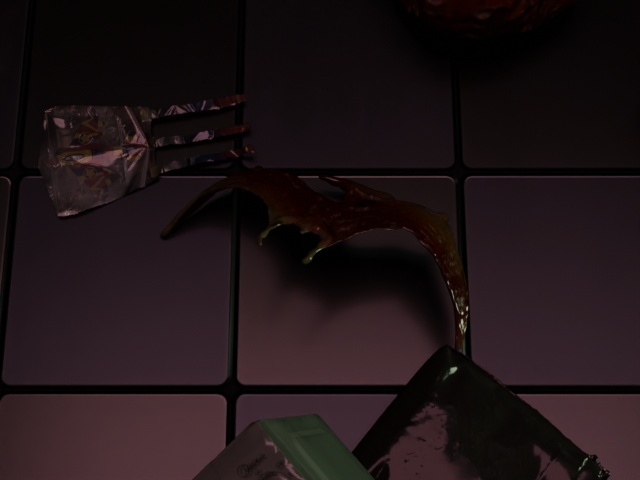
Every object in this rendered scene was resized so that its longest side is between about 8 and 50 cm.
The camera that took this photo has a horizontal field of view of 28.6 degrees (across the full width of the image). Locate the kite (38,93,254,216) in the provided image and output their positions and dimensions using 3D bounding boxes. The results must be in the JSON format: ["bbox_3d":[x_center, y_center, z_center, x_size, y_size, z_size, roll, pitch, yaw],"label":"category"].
[{"bbox_3d":[-0.198,-0.109,1.415,0.245,0.015,0.141,-11,71,0],"label":"kite"}]

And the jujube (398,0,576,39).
[{"bbox_3d":[0.195,-0.338,1.408,0.232,0.213,0.213,-22,71,-9],"label":"jujube"}]

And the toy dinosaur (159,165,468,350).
[{"bbox_3d":[-0.009,0.001,1.319,0.327,0.207,0.113,7,113,-4],"label":"toy dinosaur"}]

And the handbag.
[{"bbox_3d":[0.137,0.254,1.242,0.223,0.080,0.247,37,75,13],"label":"handbag"}]

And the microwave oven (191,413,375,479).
[{"bbox_3d":[-0.073,0.317,1.104,0.295,0.237,0.181,-45,75,6],"label":"microwave oven"}]
